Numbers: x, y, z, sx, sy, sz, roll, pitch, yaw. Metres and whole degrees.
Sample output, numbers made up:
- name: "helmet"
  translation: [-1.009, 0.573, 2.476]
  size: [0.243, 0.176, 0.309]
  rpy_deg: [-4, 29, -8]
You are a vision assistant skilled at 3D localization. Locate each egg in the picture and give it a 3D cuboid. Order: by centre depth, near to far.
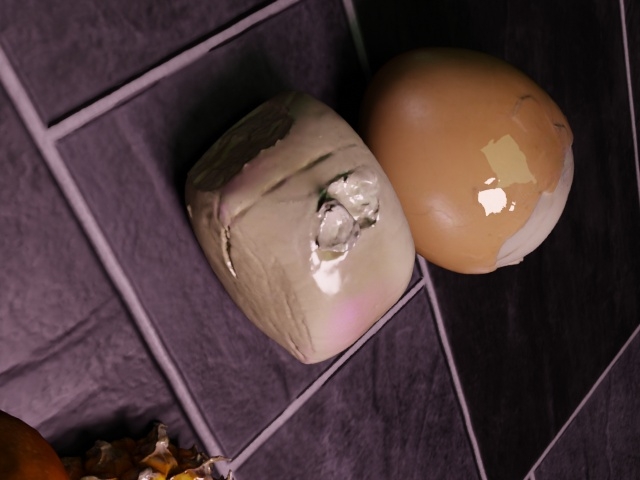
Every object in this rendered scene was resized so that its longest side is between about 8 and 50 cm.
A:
- name: "egg"
  translation: [0.138, -0.083, 0.743]
  size: [0.244, 0.201, 0.201]
  rpy_deg: [42, 71, -27]

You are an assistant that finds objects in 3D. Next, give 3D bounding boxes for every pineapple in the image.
- name: "pineapple"
  translation: [-0.142, 0.222, 0.642]
  size: [0.135, 0.080, 0.233]
  rpy_deg: [-56, 139, -6]

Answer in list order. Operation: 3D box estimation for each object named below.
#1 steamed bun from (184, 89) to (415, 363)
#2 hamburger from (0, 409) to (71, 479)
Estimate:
- name: "steamed bun"
  translation: [0.000, 0.000, 0.657]
  size: [0.170, 0.153, 0.238]
  rpy_deg: [-42, 124, -20]
- name: "hamburger"
  translation: [-0.288, 0.186, 0.316]
  size: [0.330, 0.330, 0.250]
  rpy_deg: [-57, 137, -17]
